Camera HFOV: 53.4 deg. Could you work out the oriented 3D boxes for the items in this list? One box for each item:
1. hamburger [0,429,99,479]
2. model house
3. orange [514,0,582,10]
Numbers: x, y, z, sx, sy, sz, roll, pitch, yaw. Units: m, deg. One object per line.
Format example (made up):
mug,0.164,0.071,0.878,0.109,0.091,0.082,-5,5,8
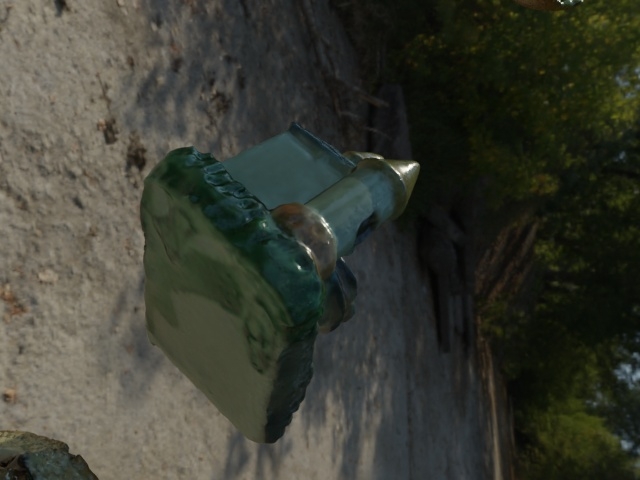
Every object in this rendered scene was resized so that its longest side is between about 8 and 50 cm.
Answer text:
hamburger,-0.286,0.257,0.536,0.155,0.245,0.282,-7,49,-49
model house,0.000,0.000,0.664,0.325,0.194,0.267,-36,154,-37
orange,0.249,-0.445,0.750,0.335,0.196,0.263,78,22,-48
